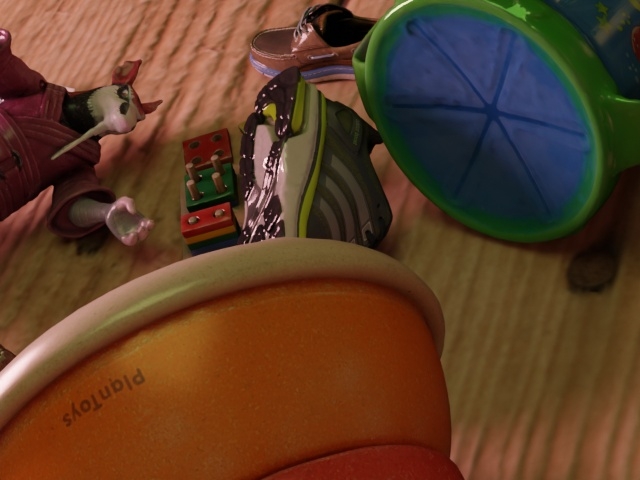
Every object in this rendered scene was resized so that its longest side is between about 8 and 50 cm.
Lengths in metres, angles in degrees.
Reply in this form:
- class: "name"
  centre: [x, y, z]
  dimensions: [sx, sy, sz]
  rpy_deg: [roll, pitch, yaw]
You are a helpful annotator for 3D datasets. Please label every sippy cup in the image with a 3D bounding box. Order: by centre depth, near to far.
- class: "sippy cup"
  centre: [0.193, -0.152, 1.391]
  dimensions: [0.305, 0.240, 0.224]
  rpy_deg: [39, 54, 12]

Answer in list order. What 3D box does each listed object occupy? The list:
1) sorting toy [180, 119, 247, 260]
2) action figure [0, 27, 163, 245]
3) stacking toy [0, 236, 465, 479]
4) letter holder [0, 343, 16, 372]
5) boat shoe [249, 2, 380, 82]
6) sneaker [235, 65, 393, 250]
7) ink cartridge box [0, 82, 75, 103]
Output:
- class: "sorting toy"
  centre: [-0.066, -0.043, 1.500]
  dimensions: [0.132, 0.046, 0.274]
  rpy_deg: [-15, 41, 7]
- class: "action figure"
  centre: [-0.311, -0.056, 1.565]
  dimensions: [0.370, 0.248, 0.276]
  rpy_deg: [-26, -3, -24]
- class: "stacking toy"
  centre: [-0.001, 0.271, 1.010]
  dimensions: [0.351, 0.350, 0.480]
  rpy_deg: [-25, 59, -4]
- class: "letter holder"
  centre: [-0.350, 0.134, 1.189]
  dimensions: [0.214, 0.302, 0.152]
  rpy_deg: [36, 61, 5]
- class: "boat shoe"
  centre: [0.009, -0.195, 1.613]
  dimensions: [0.183, 0.066, 0.066]
  rpy_deg: [4, 47, 26]
- class: "sneaker"
  centre: [0.000, 0.000, 1.377]
  dimensions: [0.111, 0.121, 0.300]
  rpy_deg: [-37, 41, 53]
- class: "ink cartridge box"
  centre: [-0.288, -0.136, 1.704]
  dimensions: [0.083, 0.028, 0.048]
  rpy_deg: [14, 52, 34]
